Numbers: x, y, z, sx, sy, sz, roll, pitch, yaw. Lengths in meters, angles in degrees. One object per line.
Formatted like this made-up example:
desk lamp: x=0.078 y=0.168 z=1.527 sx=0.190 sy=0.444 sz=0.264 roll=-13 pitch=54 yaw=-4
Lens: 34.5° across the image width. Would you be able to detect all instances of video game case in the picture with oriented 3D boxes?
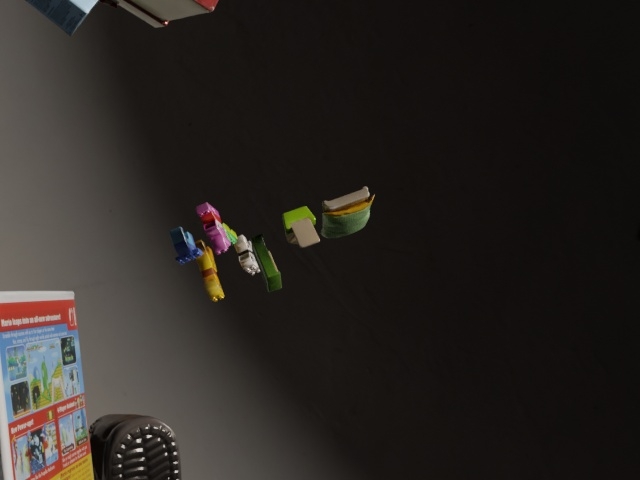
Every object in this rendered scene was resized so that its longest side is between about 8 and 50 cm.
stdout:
video game case: x=-0.196 y=0.178 z=0.733 sx=0.025 sy=0.204 sz=0.285 roll=-7 pitch=87 yaw=1

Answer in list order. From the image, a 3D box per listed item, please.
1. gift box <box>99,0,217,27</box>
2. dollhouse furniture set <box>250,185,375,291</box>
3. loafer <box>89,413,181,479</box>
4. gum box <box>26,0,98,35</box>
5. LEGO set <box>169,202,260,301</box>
gift box: x=-0.266 y=-0.493 z=1.529 sx=0.276 sy=0.258 sz=0.255 roll=34 pitch=78 yaw=-29
dollhouse furniture set: x=0.000 y=0.000 z=1.175 sx=0.151 sy=0.076 sz=0.059 roll=-20 pitch=62 yaw=-11
loafer: x=-0.249 y=0.387 z=1.369 sx=0.133 sy=0.130 sz=0.366 roll=-5 pitch=107 yaw=-35
gum box: x=-0.324 y=-0.333 z=1.168 sx=0.184 sy=0.157 sz=0.041 roll=38 pitch=121 yaw=-17
LEGO set: x=-0.156 y=0.033 z=1.549 sx=0.087 sy=0.227 sz=0.093 roll=-24 pitch=71 yaw=7
